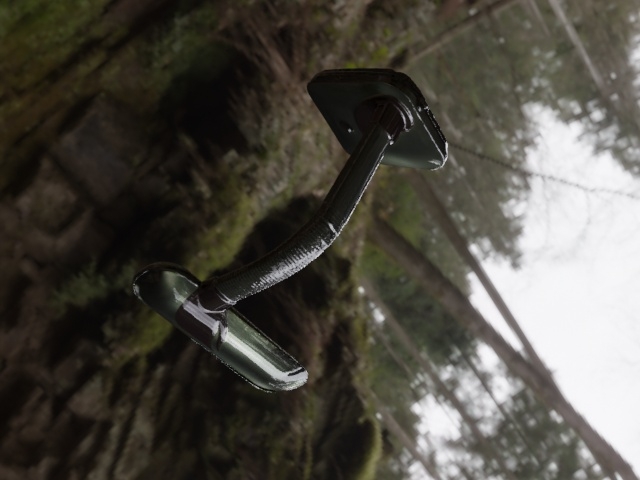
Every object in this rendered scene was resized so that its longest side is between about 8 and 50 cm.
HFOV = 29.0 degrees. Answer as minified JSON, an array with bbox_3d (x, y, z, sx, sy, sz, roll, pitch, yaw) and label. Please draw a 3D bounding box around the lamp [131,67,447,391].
[{"bbox_3d":[0.003,0.004,1.096,0.124,0.203,0.283,27,-108,45],"label":"lamp"}]
